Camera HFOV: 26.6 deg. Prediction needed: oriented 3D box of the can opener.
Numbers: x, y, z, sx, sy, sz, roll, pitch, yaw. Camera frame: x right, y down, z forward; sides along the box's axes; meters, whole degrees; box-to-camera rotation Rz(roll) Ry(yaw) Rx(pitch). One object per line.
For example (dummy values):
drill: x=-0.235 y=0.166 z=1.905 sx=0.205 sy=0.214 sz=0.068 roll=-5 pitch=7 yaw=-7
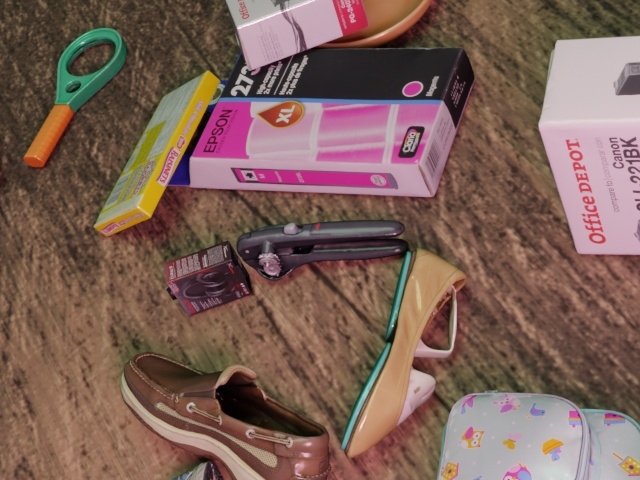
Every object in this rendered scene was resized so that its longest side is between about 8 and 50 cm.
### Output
can opener: x=0.000 y=0.000 z=1.424 sx=0.186 sy=0.059 sz=0.073 roll=-5 pitch=50 yaw=21

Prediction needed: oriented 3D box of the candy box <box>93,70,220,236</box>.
candy box: x=-0.191 y=-0.102 z=1.587 sx=0.105 sy=0.027 sz=0.206 roll=-17 pitch=42 yaw=49

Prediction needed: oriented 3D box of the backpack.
backpack: x=0.186 y=0.210 z=1.110 sx=0.188 sy=0.144 sz=0.166 roll=-1 pitch=47 yaw=20

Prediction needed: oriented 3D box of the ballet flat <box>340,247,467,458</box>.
ballet flat: x=0.086 y=0.109 z=1.288 sx=0.073 sy=0.080 sz=0.232 roll=20 pitch=61 yaw=2

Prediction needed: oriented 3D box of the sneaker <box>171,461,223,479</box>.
sneaker: x=-0.127 y=0.273 z=1.266 sx=0.058 sy=0.052 sz=0.135 roll=-16 pitch=39 yaw=24

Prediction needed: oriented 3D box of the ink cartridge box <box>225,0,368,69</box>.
ink cartridge box: x=-0.032 y=-0.274 z=1.595 sx=0.150 sy=0.063 sz=0.109 roll=-20 pitch=38 yaw=-1

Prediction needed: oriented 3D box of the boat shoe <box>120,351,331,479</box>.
boat shoe: x=-0.086 y=0.157 z=1.292 sx=0.257 sy=0.095 sz=0.095 roll=27 pitch=26 yaw=31

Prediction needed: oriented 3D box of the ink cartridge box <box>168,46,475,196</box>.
ink cartridge box: x=-0.022 y=-0.139 z=1.553 sx=0.370 sy=0.069 sz=0.176 roll=2 pitch=53 yaw=28

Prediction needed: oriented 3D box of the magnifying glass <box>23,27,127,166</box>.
magnifying glass: x=-0.321 y=-0.188 z=1.751 sx=0.092 sy=0.026 sz=0.231 roll=4 pitch=55 yaw=27

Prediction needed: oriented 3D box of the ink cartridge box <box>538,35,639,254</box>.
ink cartridge box: x=0.354 y=-0.085 z=1.242 sx=0.272 sy=0.197 sz=0.114 roll=1 pitch=53 yaw=25

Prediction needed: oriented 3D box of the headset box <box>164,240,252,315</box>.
headset box: x=-0.123 y=0.042 z=1.442 sx=0.083 sy=0.062 sz=0.032 roll=-20 pitch=46 yaw=7

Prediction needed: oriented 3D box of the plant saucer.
plant saucer: x=0.052 y=-0.298 z=1.667 sx=0.200 sy=0.037 sz=0.200 roll=-13 pitch=48 yaw=15
